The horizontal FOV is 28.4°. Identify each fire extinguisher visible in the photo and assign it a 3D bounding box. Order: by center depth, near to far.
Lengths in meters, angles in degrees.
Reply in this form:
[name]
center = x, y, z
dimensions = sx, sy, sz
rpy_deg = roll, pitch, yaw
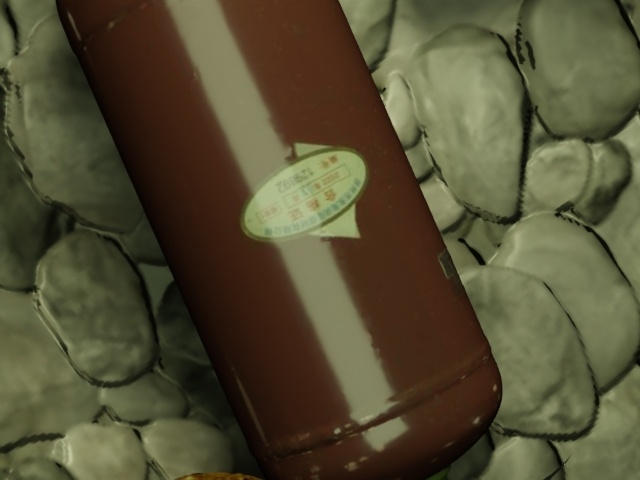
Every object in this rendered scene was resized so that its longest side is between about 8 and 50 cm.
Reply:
[fire extinguisher]
center = 0.000, 0.000, 0.539
dimensions = 0.135, 0.114, 0.337
rpy_deg = -21, 93, 31

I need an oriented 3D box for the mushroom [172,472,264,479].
[mushroom]
center = -0.051, 0.150, 0.510
dimensions = 0.123, 0.052, 0.123
rpy_deg = -3, 104, -13
